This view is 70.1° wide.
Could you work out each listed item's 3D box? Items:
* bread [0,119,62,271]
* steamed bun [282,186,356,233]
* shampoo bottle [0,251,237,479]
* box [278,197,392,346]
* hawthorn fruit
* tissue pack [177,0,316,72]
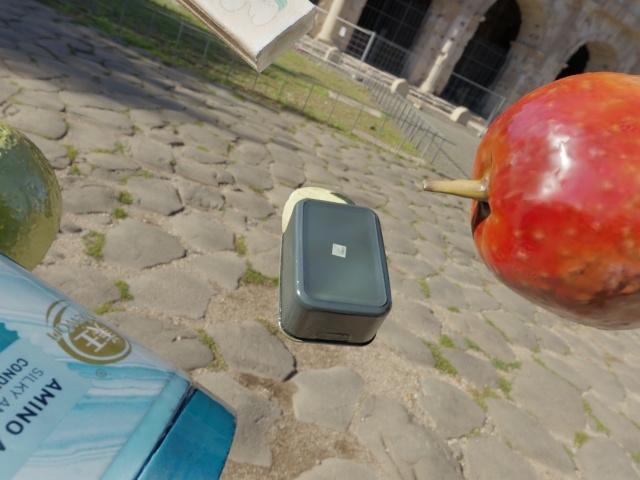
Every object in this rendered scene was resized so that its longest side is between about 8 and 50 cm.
[{"bbox_3d":[-0.611,-0.068,0.778,0.321,0.320,0.237,14,0,-26],"label":"bread"},{"bbox_3d":[0.000,0.000,1.206,0.232,0.273,0.166,21,52,31],"label":"steamed bun"},{"bbox_3d":[-0.308,0.201,0.397,0.343,0.331,0.331,36,24,-6],"label":"shampoo bottle"},{"bbox_3d":[0.019,0.039,0.649,0.145,0.090,0.201,9,50,-12],"label":"box"},{"bbox_3d":[0.285,-0.046,0.533,0.330,0.287,0.287,8,25,2],"label":"hawthorn fruit"},{"bbox_3d":[-0.182,-0.483,0.863,0.325,0.170,0.071,41,-18,1],"label":"tissue pack"}]
